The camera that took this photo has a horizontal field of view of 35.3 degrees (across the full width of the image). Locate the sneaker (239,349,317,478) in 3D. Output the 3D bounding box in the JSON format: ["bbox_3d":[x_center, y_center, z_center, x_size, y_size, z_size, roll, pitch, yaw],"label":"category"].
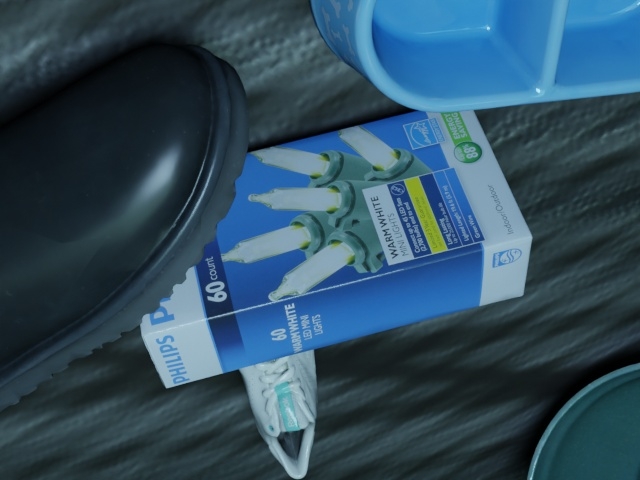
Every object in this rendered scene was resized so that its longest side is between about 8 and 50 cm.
[{"bbox_3d":[-0.033,0.109,0.817,0.080,0.094,0.212,-15,131,-2],"label":"sneaker"}]

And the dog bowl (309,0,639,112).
[{"bbox_3d":[0.145,-0.166,0.657,0.297,0.074,0.166,-8,130,-11],"label":"dog bowl"}]

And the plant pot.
[{"bbox_3d":[0.369,0.261,0.963,0.293,0.293,0.196,-44,153,20],"label":"plant pot"}]

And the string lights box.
[{"bbox_3d":[0.000,0.000,0.705,0.260,0.133,0.076,-14,145,-5],"label":"string lights box"}]

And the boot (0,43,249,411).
[{"bbox_3d":[-0.301,-0.033,0.520,0.367,0.146,0.445,-43,141,20],"label":"boot"}]
